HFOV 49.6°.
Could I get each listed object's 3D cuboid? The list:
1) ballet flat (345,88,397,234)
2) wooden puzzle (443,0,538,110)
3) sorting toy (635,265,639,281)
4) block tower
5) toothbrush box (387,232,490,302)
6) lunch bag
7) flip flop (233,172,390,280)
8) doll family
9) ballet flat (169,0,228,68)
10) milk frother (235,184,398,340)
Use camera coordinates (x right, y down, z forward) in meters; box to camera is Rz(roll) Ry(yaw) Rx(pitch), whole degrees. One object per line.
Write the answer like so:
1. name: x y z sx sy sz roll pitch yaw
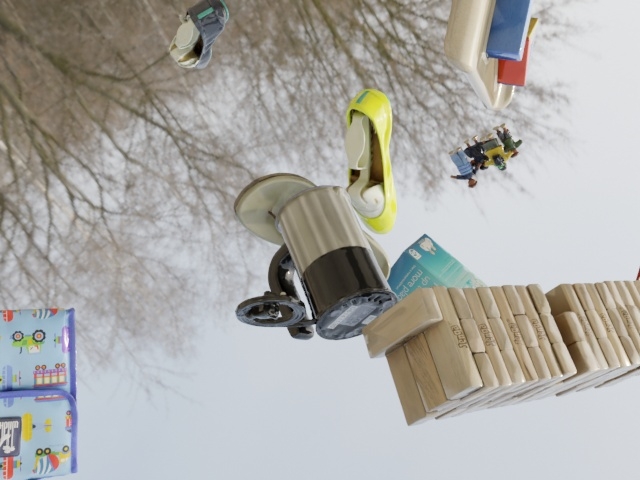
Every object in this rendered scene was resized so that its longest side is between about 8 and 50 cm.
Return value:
1. ballet flat: 0.065 -0.101 1.000 0.077 0.231 0.077 12 -148 27
2. wooden puzzle: 0.279 -0.366 0.986 0.080 0.322 0.347 14 -174 23
3. sorting toy: 0.740 0.134 1.371 0.046 0.132 0.274 2 -168 -35
4. block tower: 0.205 0.099 0.658 0.091 0.335 0.097 -46 -128 46
5. toothbrush box: 0.262 0.168 1.510 0.126 0.295 0.216 -35 162 -54
6. lunch bag: -0.516 0.266 1.123 0.220 0.294 0.138 0 167 -28
7. flip flop: 0.000 0.000 1.010 0.112 0.277 0.080 -48 -154 10
8. doll family: 0.419 -0.209 1.764 0.193 0.111 0.076 -20 -157 34
9. ballet flat: -0.204 -0.318 1.097 0.074 0.074 0.203 -46 -171 -23
10. milk frother: -0.018 0.022 0.669 0.129 0.143 0.135 -33 -125 14
